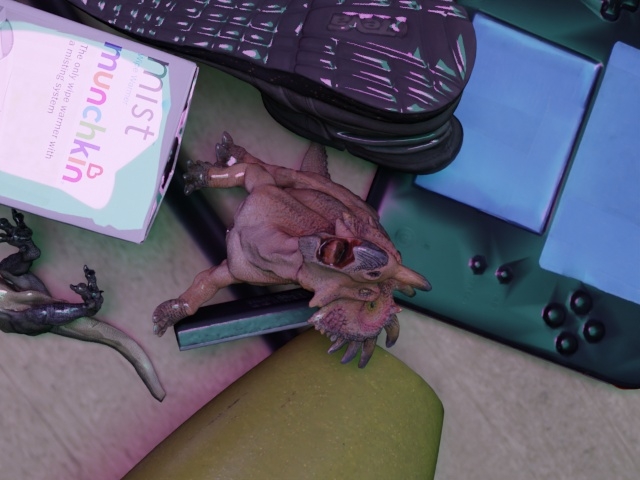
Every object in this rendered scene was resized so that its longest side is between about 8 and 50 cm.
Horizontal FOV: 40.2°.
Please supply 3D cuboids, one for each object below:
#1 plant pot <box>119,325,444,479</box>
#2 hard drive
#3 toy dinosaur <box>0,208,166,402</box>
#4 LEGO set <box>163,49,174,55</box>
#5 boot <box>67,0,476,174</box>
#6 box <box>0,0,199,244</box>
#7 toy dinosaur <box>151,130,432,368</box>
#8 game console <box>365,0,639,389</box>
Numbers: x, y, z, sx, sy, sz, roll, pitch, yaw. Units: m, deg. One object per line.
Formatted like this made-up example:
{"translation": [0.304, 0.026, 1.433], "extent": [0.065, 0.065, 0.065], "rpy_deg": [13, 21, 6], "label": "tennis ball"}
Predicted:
{"translation": [-0.032, 0.221, 0.686], "extent": [0.275, 0.275, 0.293], "rpy_deg": [39, 68, -9], "label": "plant pot"}
{"translation": [-0.058, 0.064, 0.746], "extent": [0.135, 0.094, 0.022], "rpy_deg": [-10, 95, -11], "label": "hard drive"}
{"translation": [-0.233, 0.048, 0.715], "extent": [0.268, 0.118, 0.064], "rpy_deg": [24, 44, -13], "label": "toy dinosaur"}
{"translation": [-0.130, -0.266, 0.696], "extent": [0.244, 0.182, 0.060], "rpy_deg": [44, 47, -9], "label": "LEGO set"}
{"translation": [-0.050, -0.144, 0.649], "extent": [0.338, 0.223, 0.118], "rpy_deg": [30, 85, 7], "label": "boot"}
{"translation": [-0.218, -0.089, 0.631], "extent": [0.231, 0.262, 0.126], "rpy_deg": [18, 87, -12], "label": "box"}
{"translation": [0.000, 0.000, 0.680], "extent": [0.200, 0.295, 0.127], "rpy_deg": [10, 113, 13], "label": "toy dinosaur"}
{"translation": [0.239, -0.082, 0.827], "extent": [0.342, 0.060, 0.386], "rpy_deg": [21, 85, -11], "label": "game console"}
